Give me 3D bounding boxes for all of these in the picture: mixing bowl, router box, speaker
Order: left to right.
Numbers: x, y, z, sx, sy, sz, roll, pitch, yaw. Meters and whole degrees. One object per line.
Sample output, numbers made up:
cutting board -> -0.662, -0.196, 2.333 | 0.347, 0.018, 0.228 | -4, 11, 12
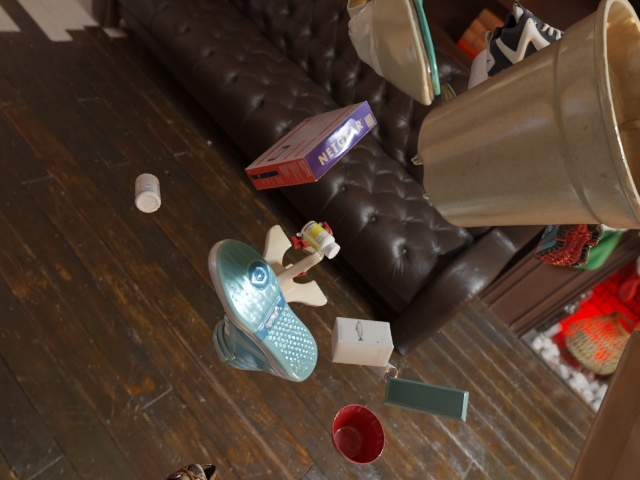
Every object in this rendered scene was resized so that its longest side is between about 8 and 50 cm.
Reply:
router box -> -0.033, -0.299, 1.495 | 0.335, 0.301, 0.082 | -47, 119, -31
mixing bowl -> 0.104, 0.633, 1.506 | 0.181, 0.098, 0.182 | 14, 47, -15
speaker -> 0.201, 0.426, 1.585 | 0.055, 0.055, 0.136 | 11, 4, -26

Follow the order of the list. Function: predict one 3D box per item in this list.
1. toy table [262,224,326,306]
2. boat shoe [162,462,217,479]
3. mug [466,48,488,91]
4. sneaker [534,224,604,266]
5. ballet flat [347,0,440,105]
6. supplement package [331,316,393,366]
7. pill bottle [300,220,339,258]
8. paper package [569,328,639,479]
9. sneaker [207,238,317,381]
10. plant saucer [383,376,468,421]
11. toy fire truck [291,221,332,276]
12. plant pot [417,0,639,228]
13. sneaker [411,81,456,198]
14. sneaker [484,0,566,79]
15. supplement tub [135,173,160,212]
toy table -> -0.112, 0.098, 1.257 | 0.160, 0.252, 0.275 | -34, 104, -28
boat shoe -> -0.385, 0.690, 1.333 | 0.123, 0.342, 0.123 | 25, 77, 22
mug -> 0.529, -0.285, 1.159 | 0.276, 0.374, 0.329 | 14, 85, -35
sneaker -> 0.547, -0.030, 1.022 | 0.104, 0.262, 0.125 | 14, 68, 12
ballet flat -> 0.065, -0.216, 0.453 | 0.086, 0.086, 0.249 | 18, 54, -20
supplement package -> 0.130, 0.327, 1.513 | 0.179, 0.105, 0.105 | 7, 37, -7
pill bottle -> 0.000, 0.000, 1.401 | 0.116, 0.065, 0.065 | 42, 39, 23
paper package -> 0.514, 0.342, 0.722 | 0.168, 0.310, 0.325 | 20, -17, 39
sneaker -> -0.162, 0.146, 0.908 | 0.127, 0.208, 0.319 | -49, 120, -43
plant saucer -> 0.240, 0.364, 1.088 | 0.018, 0.191, 0.067 | 46, 53, -55
toy fire truck -> -0.032, 0.028, 1.602 | 0.191, 0.047, 0.135 | -25, 62, -15
plant pot -> 0.339, -0.149, 0.747 | 0.333, 0.305, 0.334 | 10, 75, -42
sneaker -> 0.386, -0.297, 1.532 | 0.181, 0.411, 0.158 | -6, 23, 12
sneaker -> 0.416, -0.386, 0.871 | 0.153, 0.234, 0.094 | 63, 21, -22
supplement tub -> -0.503, -0.138, 1.368 | 0.070, 0.071, 0.107 | 10, 34, -27
